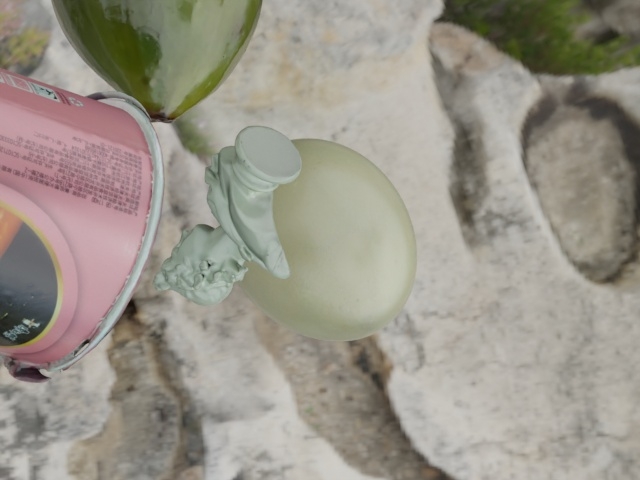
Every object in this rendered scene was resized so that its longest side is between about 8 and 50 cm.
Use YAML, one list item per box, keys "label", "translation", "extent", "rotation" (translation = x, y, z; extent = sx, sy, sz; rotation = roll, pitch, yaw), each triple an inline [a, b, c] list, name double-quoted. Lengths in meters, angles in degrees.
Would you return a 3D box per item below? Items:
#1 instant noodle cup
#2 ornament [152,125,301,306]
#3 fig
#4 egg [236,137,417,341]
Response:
- label: "instant noodle cup"
  translation: [-0.280, -0.044, 0.966]
  extent: [0.255, 0.244, 0.244]
  rotation: [23, 68, -42]
- label: "ornament"
  translation: [-0.036, -0.009, 0.572]
  extent: [0.041, 0.068, 0.092]
  rotation: [1, 115, -34]
- label: "fig"
  translation: [-0.159, -0.214, 1.225]
  extent: [0.203, 0.203, 0.225]
  rotation: [13, 73, -30]
- label: "egg"
  translation: [0.000, 0.000, 1.334]
  extent: [0.186, 0.241, 0.186]
  rotation: [-21, 135, -22]
